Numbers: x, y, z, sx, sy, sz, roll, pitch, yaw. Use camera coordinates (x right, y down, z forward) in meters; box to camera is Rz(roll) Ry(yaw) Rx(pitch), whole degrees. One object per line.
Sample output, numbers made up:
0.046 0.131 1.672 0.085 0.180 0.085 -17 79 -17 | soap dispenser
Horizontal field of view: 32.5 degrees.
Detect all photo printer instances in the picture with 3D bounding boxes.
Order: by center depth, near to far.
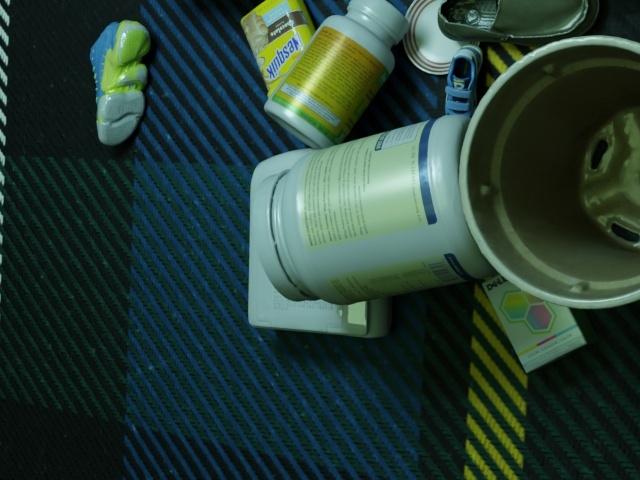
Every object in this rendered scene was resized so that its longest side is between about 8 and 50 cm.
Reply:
0.000 0.000 1.831 0.256 0.107 0.307 1 91 31 | photo printer

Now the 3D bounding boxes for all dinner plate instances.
0.196 -0.336 1.753 0.141 0.017 0.141 1 91 33 | dinner plate

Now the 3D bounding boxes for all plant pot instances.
0.401 -0.086 1.462 0.334 0.305 0.334 1 92 33 | plant pot

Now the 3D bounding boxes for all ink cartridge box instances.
0.320 0.082 1.660 0.109 0.062 0.209 -32 74 29 | ink cartridge box

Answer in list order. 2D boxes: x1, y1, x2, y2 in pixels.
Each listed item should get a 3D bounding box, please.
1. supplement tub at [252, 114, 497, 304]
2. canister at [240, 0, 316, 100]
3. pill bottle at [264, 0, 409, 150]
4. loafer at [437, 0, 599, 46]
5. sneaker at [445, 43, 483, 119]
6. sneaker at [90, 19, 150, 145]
0.089 -0.035 1.593 0.325 0.235 0.235 -13 85 27 | supplement tub
-0.057 -0.328 1.880 0.126 0.073 0.170 -30 74 29 | canister
0.032 -0.270 1.749 0.136 0.136 0.246 35 89 27 | pill bottle
0.288 -0.339 1.645 0.251 0.087 0.094 -2 90 24 | loafer
0.219 -0.232 1.710 0.053 0.059 0.144 7 106 18 | sneaker
-0.391 -0.306 2.095 0.126 0.091 0.240 32 109 47 | sneaker
